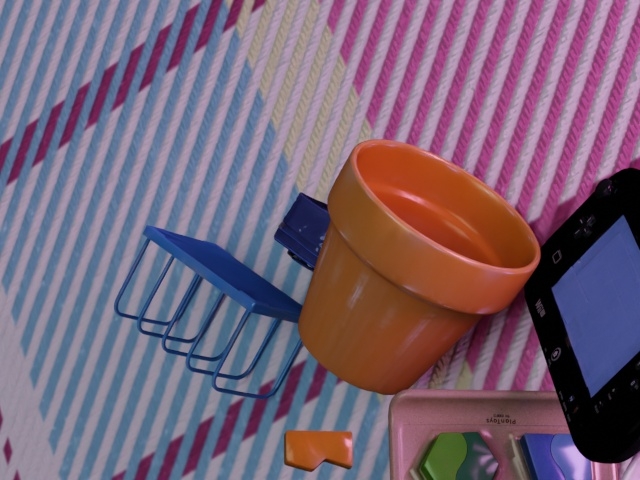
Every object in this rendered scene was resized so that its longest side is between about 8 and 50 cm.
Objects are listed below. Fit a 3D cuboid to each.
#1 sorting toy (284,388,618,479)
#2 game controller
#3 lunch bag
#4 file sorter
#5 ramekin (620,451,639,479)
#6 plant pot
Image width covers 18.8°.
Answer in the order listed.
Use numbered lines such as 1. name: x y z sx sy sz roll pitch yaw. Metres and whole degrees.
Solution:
1. sorting toy: 0.122 0.246 1.735 0.307 0.041 0.229 1 73 -7
2. game controller: 0.263 0.062 1.710 0.166 0.067 0.319 -40 27 17
3. lunch bag: 0.000 0.000 1.976 0.098 0.067 0.065 34 96 36
4. file sorter: -0.113 0.076 2.000 0.170 0.118 0.104 34 100 35
5. ramekin: 0.391 0.262 1.610 0.277 0.135 0.277 -9 73 31
6. plant pot: 0.076 0.038 1.852 0.205 0.205 0.188 47 119 33
